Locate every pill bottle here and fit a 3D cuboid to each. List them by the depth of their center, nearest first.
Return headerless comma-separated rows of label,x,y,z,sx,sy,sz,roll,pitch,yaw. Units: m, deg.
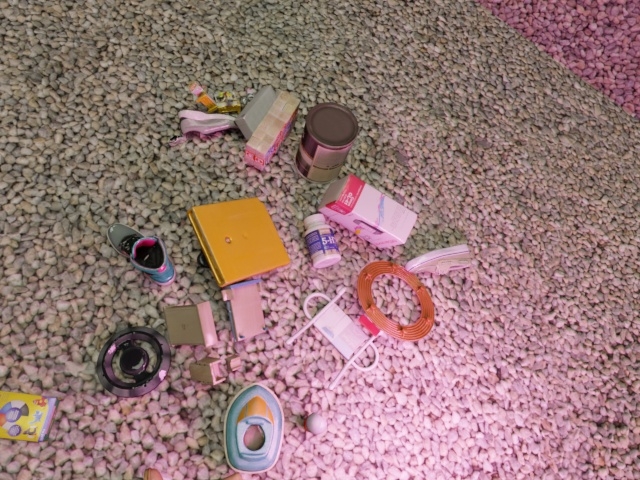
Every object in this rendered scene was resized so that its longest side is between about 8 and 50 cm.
pill bottle,0.000,0.000,1.790,0.112,0.112,0.187,-12,71,-17

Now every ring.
ring,0.287,0.212,1.747,0.336,0.032,0.337,16,48,-19

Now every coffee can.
coffee can,0.018,-0.375,1.861,0.201,0.275,0.202,5,66,-11

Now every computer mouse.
computer mouse,-0.328,0.072,1.732,0.242,0.041,0.071,4,75,-18

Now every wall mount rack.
wall mount rack,0.050,0.338,1.649,0.350,0.130,0.304,45,65,8

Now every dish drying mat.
dish drying mat,0.168,0.294,1.633,0.083,0.008,0.032,43,61,8

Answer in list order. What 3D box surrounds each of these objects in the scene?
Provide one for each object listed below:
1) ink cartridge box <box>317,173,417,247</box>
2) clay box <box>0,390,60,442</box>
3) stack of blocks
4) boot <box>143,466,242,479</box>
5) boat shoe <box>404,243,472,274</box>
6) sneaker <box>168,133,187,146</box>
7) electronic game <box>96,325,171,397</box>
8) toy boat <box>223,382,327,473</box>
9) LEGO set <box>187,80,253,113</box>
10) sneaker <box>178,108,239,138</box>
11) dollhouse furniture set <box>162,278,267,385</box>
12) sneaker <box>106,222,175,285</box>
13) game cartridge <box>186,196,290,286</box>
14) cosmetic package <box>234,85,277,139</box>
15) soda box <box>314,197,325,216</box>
ink cartridge box,0.170,-0.104,1.771,0.306,0.226,0.131,31,76,-13
clay box,-0.910,0.517,1.399,0.222,0.053,0.127,10,65,-9
stack of blocks,-0.194,-0.427,1.893,0.087,0.171,0.297,28,65,0
boot,-0.367,0.753,1.409,0.269,0.089,0.236,-14,83,-17
boat shoe,0.476,0.087,1.866,0.302,0.109,0.094,-14,73,-21
sneaker,-0.562,-0.403,1.873,0.083,0.037,0.032,-39,79,-25
electronic game,-0.599,0.389,1.525,0.229,0.048,0.229,3,61,-5
toy boat,-0.143,0.583,1.493,0.318,0.148,0.267,1,67,-12
LEGO set,-0.424,-0.599,1.934,0.287,0.132,0.107,-1,60,-37
sneaker,-0.433,-0.463,1.908,0.271,0.100,0.108,0,99,-19
dollhouse furniture set,-0.331,0.298,1.618,0.303,0.198,0.286,-13,92,-49
sneaker,-0.619,0.024,1.602,0.295,0.178,0.124,39,65,5
game cartridge,-0.279,-0.007,1.669,0.323,0.052,0.285,-15,77,-51
cosmetic package,-0.253,-0.525,1.936,0.099,0.060,0.239,57,45,-33
soda box,0.073,-0.148,1.899,0.183,0.058,0.063,-18,73,-20
